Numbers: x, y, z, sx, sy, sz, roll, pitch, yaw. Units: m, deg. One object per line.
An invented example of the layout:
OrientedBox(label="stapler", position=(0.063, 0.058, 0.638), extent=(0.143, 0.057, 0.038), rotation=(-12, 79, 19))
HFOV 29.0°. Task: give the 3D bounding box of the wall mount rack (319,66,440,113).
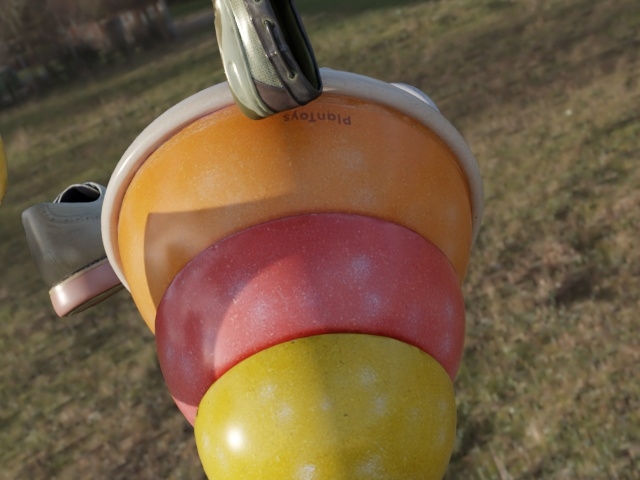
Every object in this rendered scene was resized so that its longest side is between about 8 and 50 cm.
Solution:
OrientedBox(label="wall mount rack", position=(0.000, 0.000, 1.320), extent=(0.350, 0.304, 0.130), rotation=(-34, -3, 34))

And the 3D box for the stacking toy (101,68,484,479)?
OrientedBox(label="stacking toy", position=(-0.007, 0.126, 1.003), extent=(0.350, 0.350, 0.480), rotation=(-19, 46, 13))

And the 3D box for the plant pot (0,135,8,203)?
OrientedBox(label="plant pot", position=(-0.343, -0.086, 1.106), extent=(0.134, 0.134, 0.095), rotation=(-39, -11, -35))

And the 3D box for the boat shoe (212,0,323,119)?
OrientedBox(label="boat shoe", position=(-0.048, -0.207, 0.947), extent=(0.073, 0.223, 0.080), rotation=(-10, 10, 20))

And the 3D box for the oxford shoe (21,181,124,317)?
OrientedBox(label="oxford shoe", position=(-0.258, -0.019, 1.591), extent=(0.140, 0.146, 0.397), rotation=(-30, 2, 11))
